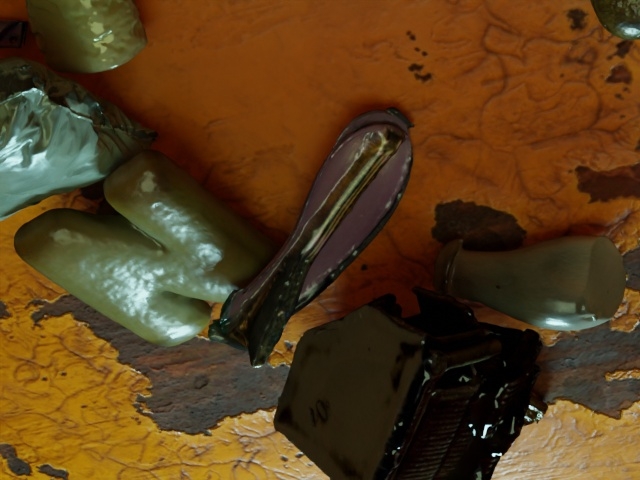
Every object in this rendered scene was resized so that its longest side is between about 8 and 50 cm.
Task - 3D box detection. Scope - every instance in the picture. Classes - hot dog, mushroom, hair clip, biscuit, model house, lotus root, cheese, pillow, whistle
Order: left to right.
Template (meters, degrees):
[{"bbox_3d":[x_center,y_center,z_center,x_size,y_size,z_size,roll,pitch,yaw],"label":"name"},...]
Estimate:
[{"bbox_3d":[-0.417,-0.234,1.332,0.176,0.033,0.033,3,125,4],"label":"whistle"},{"bbox_3d":[-0.367,-0.100,1.315,0.309,0.138,0.283,-16,166,20],"label":"pillow"},{"bbox_3d":[-0.260,-0.266,1.252,0.123,0.094,0.167,-2,125,15],"label":"cheese"},{"bbox_3d":[-0.193,0.023,1.427,0.236,0.062,0.290,-27,136,21],"label":"biscuit"},{"bbox_3d":[0.002,0.001,1.394,0.110,0.095,0.359,34,101,-5],"label":"hair clip"},{"bbox_3d":[0.142,0.174,1.461,0.282,0.297,0.317,1,122,-29],"label":"model house"},{"bbox_3d":[0.261,0.216,1.567,0.083,0.035,0.058,35,128,-18],"label":"hot dog"},{"bbox_3d":[0.250,0.051,1.426,0.225,0.093,0.116,-2,96,19],"label":"mushroom"},{"bbox_3d":[0.299,-0.285,1.178,0.108,0.094,0.191,-42,110,-8],"label":"lotus root"}]
